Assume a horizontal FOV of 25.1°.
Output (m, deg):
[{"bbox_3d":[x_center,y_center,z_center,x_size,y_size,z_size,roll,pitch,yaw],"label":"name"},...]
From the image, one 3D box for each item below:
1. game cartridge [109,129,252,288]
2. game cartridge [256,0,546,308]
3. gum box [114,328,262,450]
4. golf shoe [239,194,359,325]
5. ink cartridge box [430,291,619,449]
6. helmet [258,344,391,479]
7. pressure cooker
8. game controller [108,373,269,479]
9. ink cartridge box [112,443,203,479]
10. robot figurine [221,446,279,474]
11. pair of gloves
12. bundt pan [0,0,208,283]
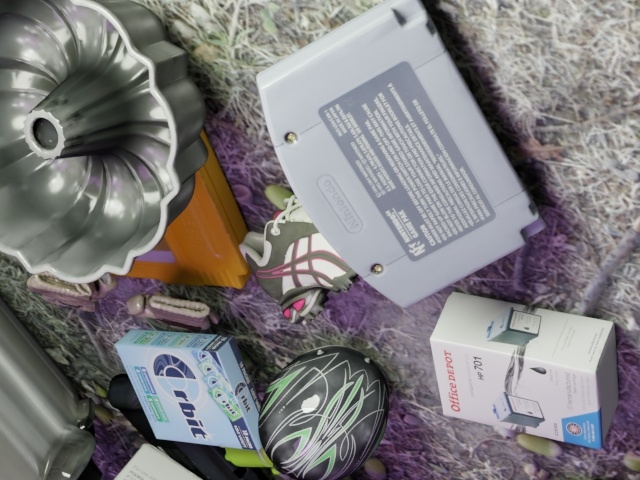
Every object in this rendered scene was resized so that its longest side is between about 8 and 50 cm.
[{"bbox_3d":[-0.253,-0.062,1.710,0.323,0.053,0.285,5,136,30],"label":"game cartridge"},{"bbox_3d":[0.072,-0.078,1.397,0.198,0.062,0.297,-26,121,12],"label":"game cartridge"},{"bbox_3d":[-0.165,0.194,1.874,0.184,0.041,0.157,0,121,38],"label":"gum box"},{"bbox_3d":[0.000,0.000,1.576,0.120,0.105,0.273,43,141,-5],"label":"golf shoe"},{"bbox_3d":[0.229,0.144,1.604,0.190,0.082,0.140,9,138,23],"label":"ink cartridge box"},{"bbox_3d":[0.005,0.216,1.780,0.169,0.169,0.161,36,159,-8],"label":"helmet"},{"bbox_3d":[-0.519,0.267,2.006,0.420,0.375,0.370,58,174,-32],"label":"pressure cooker"},{"bbox_3d":[-0.176,0.305,2.081,0.166,0.067,0.319,2,136,52],"label":"game controller"},{"bbox_3d":[-0.307,0.518,2.029,0.160,0.385,0.279,30,140,11],"label":"ink cartridge box"},{"bbox_3d":[-0.084,0.276,1.968,0.115,0.067,0.101,-8,117,39],"label":"robot figurine"},{"bbox_3d":[-0.243,0.069,1.790,0.240,0.042,0.204,13,169,2],"label":"pair of gloves"},{"bbox_3d":[-0.254,-0.127,1.518,0.330,0.124,0.331,11,114,26],"label":"bundt pan"}]
